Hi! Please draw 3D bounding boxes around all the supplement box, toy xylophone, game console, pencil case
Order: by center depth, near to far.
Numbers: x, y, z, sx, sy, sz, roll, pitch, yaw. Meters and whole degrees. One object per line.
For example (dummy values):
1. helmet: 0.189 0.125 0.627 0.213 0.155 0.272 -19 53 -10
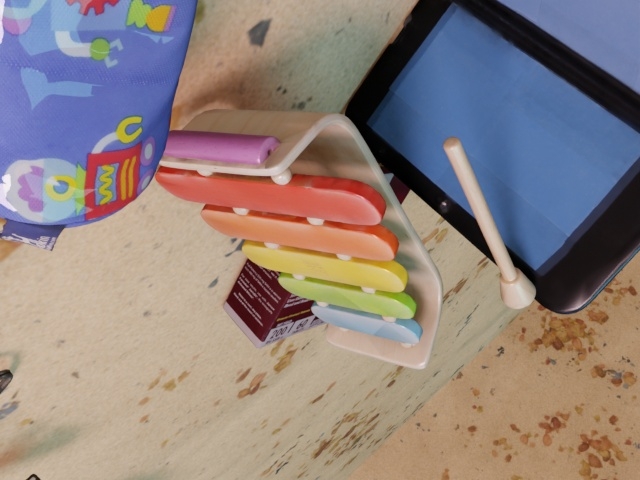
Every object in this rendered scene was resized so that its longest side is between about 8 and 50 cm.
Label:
1. pencil case: -0.115 -0.142 0.287 0.133 0.119 0.306 -15 143 -35
2. game console: 0.151 -0.127 0.520 0.173 0.293 0.250 -41 155 -9
3. toy xylophone: 0.027 0.001 0.549 0.323 0.236 0.081 46 60 -39
4. supplement box: 0.000 0.000 0.750 0.130 0.073 0.239 -13 140 -49

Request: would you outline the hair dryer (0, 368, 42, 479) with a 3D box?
1. hair dryer: -0.375 0.231 0.552 0.293 0.080 0.223 -35 140 -35
